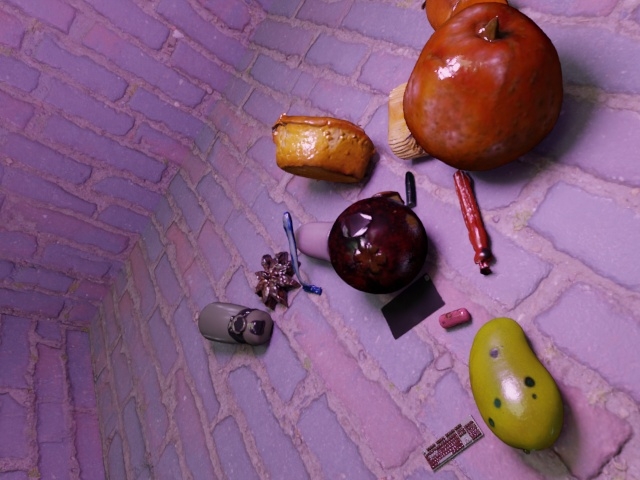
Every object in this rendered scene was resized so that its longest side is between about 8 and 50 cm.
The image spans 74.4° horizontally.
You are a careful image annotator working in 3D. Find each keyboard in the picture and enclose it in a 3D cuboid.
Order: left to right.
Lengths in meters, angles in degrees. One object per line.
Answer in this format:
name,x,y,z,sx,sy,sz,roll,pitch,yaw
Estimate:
keyboard,0.319,0.494,1.032,0.166,0.017,0.055,-48,44,19

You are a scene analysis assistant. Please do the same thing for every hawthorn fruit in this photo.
hawthorn fruit,0.405,-0.390,1.062,0.403,0.403,0.401,-22,57,39

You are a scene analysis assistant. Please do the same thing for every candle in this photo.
candle,0.420,-0.064,1.166,0.051,0.048,0.328,-35,49,42

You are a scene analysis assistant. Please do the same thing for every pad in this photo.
pad,0.266,0.194,1.239,0.193,0.004,0.116,-44,45,23

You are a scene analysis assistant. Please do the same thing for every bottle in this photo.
bottle,-0.331,0.334,1.680,0.347,0.169,0.168,-4,69,43

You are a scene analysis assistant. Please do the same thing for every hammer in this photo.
hammer,0.354,0.205,1.116,0.083,0.043,0.043,-31,52,36

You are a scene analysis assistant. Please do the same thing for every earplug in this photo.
earplug,0.000,0.000,1.503,0.301,0.173,0.172,7,77,53

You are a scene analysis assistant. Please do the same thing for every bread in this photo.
bread,0.002,-0.318,1.496,0.337,0.359,0.203,0,81,62
bread,0.305,-0.388,1.344,0.133,0.179,0.249,-4,70,42

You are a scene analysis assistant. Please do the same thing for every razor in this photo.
razor,-0.083,0.054,1.480,0.093,0.056,0.323,8,122,46

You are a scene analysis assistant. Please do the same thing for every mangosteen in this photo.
mangosteen,0.165,0.009,1.239,0.311,0.311,0.310,-22,57,39

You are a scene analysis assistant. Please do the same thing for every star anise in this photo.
star anise,-0.189,0.150,1.666,0.236,0.109,0.223,37,104,46

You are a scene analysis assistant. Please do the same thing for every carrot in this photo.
carrot,0.442,-0.753,1.352,0.193,0.214,0.330,-40,44,25

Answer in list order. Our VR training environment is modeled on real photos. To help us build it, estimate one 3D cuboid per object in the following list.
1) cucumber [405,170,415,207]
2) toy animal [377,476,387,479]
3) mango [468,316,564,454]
cucumber,0.290,-0.171,1.367,0.032,0.032,0.132,-19,57,40
toy animal,0.172,0.671,1.057,0.150,0.084,0.089,22,110,32
mango,0.418,0.308,0.930,0.175,0.143,0.292,-32,42,31
